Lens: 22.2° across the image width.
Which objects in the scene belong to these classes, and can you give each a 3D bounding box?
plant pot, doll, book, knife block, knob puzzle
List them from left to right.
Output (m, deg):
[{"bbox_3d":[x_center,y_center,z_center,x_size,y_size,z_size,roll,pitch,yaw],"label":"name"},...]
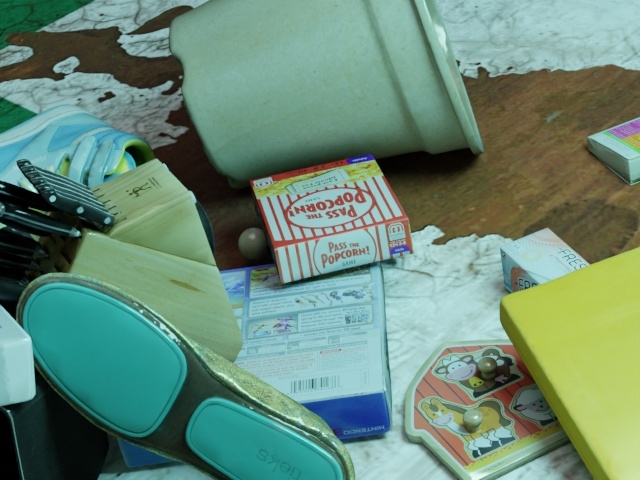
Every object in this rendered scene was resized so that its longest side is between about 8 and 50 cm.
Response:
[{"bbox_3d":[-0.307,0.182,1.561,0.188,0.187,0.167,8,29,26],"label":"plant pot"},{"bbox_3d":[-0.223,0.041,1.548,0.242,0.276,0.088,-27,36,-14],"label":"knife block"},{"bbox_3d":[-0.002,-0.211,1.955,0.305,0.334,0.334,-20,33,9],"label":"plant pot"},{"bbox_3d":[0.000,0.000,1.844,0.189,0.046,0.129,-6,25,10],"label":"doll"},{"bbox_3d":[0.167,0.146,1.597,0.213,0.030,0.213,-8,34,5],"label":"knob puzzle"},{"bbox_3d":[0.400,-0.122,1.919,0.144,0.035,0.096,-20,32,-14],"label":"book"}]

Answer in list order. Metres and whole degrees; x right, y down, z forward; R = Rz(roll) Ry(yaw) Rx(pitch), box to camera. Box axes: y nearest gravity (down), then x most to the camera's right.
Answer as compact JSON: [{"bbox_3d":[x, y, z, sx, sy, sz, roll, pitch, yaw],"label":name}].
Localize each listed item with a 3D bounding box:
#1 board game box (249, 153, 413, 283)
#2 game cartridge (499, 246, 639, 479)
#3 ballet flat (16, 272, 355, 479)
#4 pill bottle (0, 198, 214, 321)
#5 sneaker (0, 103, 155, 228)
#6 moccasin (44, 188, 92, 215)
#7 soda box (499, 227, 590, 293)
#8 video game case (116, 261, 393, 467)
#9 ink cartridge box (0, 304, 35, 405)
[{"bbox_3d":[0.009,-0.027,1.788,0.146,0.045,0.193,-13,26,-6],"label":"board game box"},{"bbox_3d":[0.370,0.112,1.519,0.323,0.053,0.285,-19,49,-9],"label":"game cartridge"},{"bbox_3d":[-0.123,0.144,1.502,0.348,0.123,0.123,32,42,0],"label":"ballet flat"},{"bbox_3d":[-0.224,0.019,1.689,0.219,0.123,0.123,-19,32,-35],"label":"pill bottle"},{"bbox_3d":[-0.332,-0.054,1.952,0.208,0.127,0.319,18,44,38],"label":"sneaker"},{"bbox_3d":[-0.350,0.072,1.778,0.147,0.139,0.380,17,51,22],"label":"moccasin"},{"bbox_3d":[0.255,0.059,1.673,0.063,0.058,0.183,-22,35,-15],"label":"soda box"},{"bbox_3d":[-0.064,0.117,1.678,0.269,0.061,0.244,-8,34,5],"label":"video game case"},{"bbox_3d":[-0.429,0.092,1.480,0.261,0.066,0.296,-11,22,-26],"label":"ink cartridge box"}]
